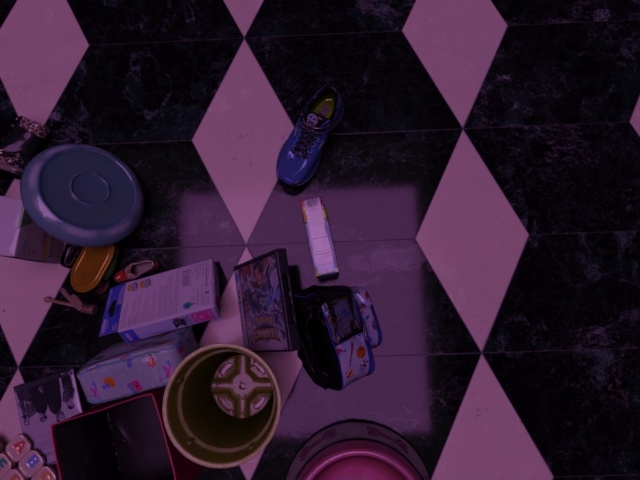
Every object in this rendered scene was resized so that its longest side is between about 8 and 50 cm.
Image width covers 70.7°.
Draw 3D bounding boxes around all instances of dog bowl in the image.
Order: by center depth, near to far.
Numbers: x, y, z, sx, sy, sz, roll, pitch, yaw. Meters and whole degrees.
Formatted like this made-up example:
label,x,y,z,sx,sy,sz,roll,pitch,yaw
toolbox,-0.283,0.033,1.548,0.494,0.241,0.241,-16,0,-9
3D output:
label,x,y,z,sx,sy,sz,roll,pitch,yaw
dog bowl,0.099,0.690,1.157,0.408,0.150,0.408,0,81,2

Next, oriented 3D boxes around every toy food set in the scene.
label,x,y,z,sx,sy,sz,roll,pitch,yaw
toy food set,-0.651,0.090,1.312,0.128,0.071,0.218,22,80,29

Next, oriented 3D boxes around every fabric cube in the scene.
label,x,y,z,sx,sy,sz,roll,pitch,yaw
fabric cube,-0.463,0.522,1.142,0.259,0.258,0.254,-17,81,-1

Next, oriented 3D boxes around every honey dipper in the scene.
label,x,y,z,sx,sy,sz,roll,pitch,yaw
honey dipper,-0.732,0.187,1.316,0.161,0.030,0.030,11,82,7

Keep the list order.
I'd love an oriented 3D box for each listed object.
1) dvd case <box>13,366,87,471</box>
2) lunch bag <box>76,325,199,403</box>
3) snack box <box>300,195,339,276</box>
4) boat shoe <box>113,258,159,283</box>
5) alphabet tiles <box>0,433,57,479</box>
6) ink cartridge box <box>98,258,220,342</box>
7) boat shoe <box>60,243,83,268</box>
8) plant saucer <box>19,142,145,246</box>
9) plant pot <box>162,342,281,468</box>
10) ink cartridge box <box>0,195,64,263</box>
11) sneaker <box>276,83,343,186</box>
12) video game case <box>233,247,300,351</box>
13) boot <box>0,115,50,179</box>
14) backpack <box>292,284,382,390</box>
label,x,y,z,sx,sy,sz,roll,pitch,yaw
dvd case,-0.750,0.500,1.268,0.179,0.029,0.238,-17,82,-1
lunch bag,-0.462,0.317,1.193,0.279,0.224,0.108,-15,96,0
snack box,0.000,0.000,1.247,0.070,0.174,0.207,-13,81,1
boat shoe,-0.542,0.089,1.316,0.137,0.043,0.049,-19,84,0
alphabet tiles,-0.861,0.683,1.230,0.278,0.021,0.284,-45,83,3
ink cartridge box,-0.435,0.169,1.245,0.311,0.065,0.186,-14,42,-2
boat shoe,-0.726,0.018,1.332,0.049,0.042,0.133,16,81,6
plant saucer,-0.642,-0.137,1.250,0.317,0.044,0.317,18,58,-33
plant pot,-0.225,0.393,1.156,0.276,0.254,0.276,0,82,1
ink cartridge box,-0.810,-0.023,1.255,0.093,0.212,0.154,7,81,-1
sneaker,-0.038,-0.312,1.309,0.130,0.147,0.330,25,84,5
video game case,-0.150,0.168,1.193,0.035,0.275,0.248,-3,80,-34
boot,-0.955,-0.295,1.368,0.236,0.085,0.178,20,76,8
backpack,0.031,0.247,1.181,0.213,0.276,0.263,-12,90,-23
